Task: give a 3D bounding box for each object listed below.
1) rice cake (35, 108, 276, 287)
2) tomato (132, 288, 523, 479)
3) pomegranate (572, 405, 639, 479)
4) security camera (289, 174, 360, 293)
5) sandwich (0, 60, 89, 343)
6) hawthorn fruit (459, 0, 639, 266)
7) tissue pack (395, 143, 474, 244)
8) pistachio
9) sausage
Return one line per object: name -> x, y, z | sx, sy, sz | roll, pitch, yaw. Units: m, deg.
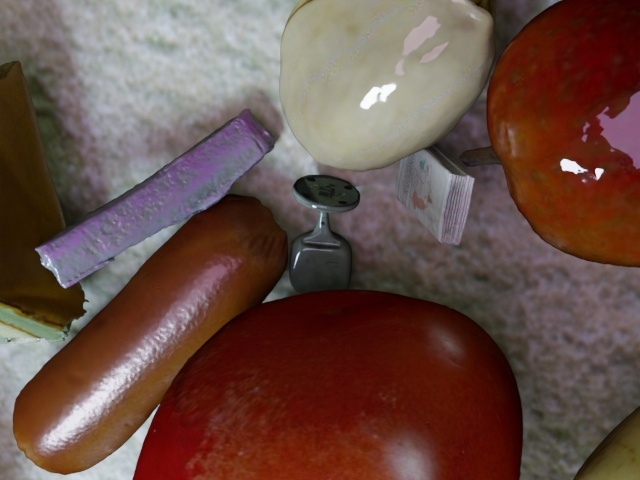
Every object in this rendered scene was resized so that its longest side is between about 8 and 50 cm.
rice cake -> -0.128, -0.033, 1.434 | 0.207, 0.036, 0.047 | -33, 112, -9
tomato -> 0.008, 0.188, 1.346 | 0.293, 0.325, 0.290 | 1, 106, 17
pomegranate -> 0.334, 0.236, 1.271 | 0.342, 0.342, 0.342 | 4, 105, 13
security camera -> 0.000, 0.000, 1.450 | 0.058, 0.058, 0.092 | 15, 119, 10
sandwich -> -0.295, -0.043, 1.459 | 0.155, 0.227, 0.198 | -3, 70, 39
hawthorn fruit -> 0.216, -0.076, 1.290 | 0.250, 0.215, 0.215 | -15, 100, 18
tissue pack -> 0.085, -0.040, 1.384 | 0.023, 0.108, 0.056 | 4, 110, -17
pistachio -> 0.044, -0.129, 1.340 | 0.145, 0.117, 0.200 | 30, 142, -17
sausage -> -0.141, 0.081, 1.480 | 0.300, 0.083, 0.089 | -46, 58, 20
